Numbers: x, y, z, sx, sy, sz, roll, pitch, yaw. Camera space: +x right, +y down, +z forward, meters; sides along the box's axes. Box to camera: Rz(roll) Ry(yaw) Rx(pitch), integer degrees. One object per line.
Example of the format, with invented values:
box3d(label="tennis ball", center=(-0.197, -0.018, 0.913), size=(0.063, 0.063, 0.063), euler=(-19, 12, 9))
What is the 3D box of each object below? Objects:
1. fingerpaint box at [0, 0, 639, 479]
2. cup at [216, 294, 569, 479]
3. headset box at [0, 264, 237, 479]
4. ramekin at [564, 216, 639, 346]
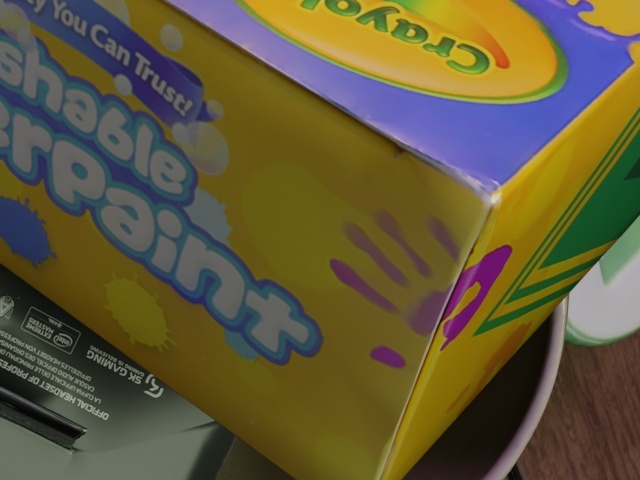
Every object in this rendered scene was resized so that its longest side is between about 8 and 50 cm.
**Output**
box3d(label="fingerpaint box", center=(-0.043, -0.158, 0.637), size=(0.371, 0.445, 0.163), euler=(-41, 157, -42))
box3d(label="cup", center=(0.000, 0.000, 0.918), size=(0.237, 0.331, 0.331), euler=(-33, 129, -69))
box3d(label="headset box", center=(-0.181, 0.056, 0.667), size=(0.218, 0.293, 0.110), euler=(31, 78, -23))
box3d(label="ramekin", center=(0.186, -0.064, 1.187), size=(0.303, 0.148, 0.303), euler=(-18, 116, -43))
